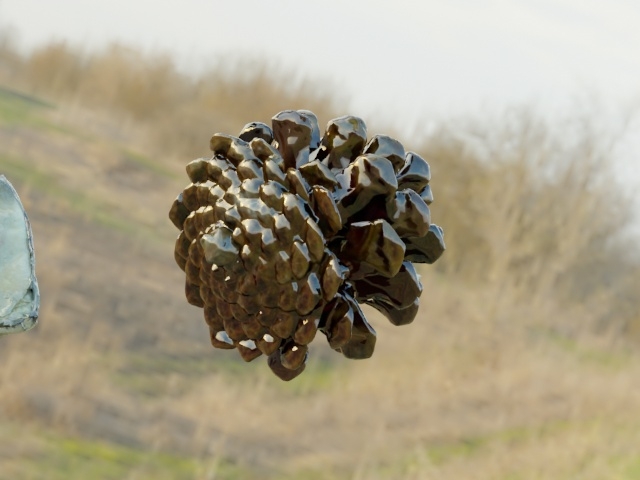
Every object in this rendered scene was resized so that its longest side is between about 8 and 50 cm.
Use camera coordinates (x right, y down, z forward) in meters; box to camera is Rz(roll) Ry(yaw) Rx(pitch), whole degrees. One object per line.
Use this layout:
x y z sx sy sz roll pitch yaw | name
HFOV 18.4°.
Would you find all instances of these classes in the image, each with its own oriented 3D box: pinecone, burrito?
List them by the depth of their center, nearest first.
0.001 -0.010 1.876 0.264 0.264 0.264 19 2 -1 | pinecone
-0.336 0.012 2.074 0.058 0.063 0.229 28 33 -36 | burrito

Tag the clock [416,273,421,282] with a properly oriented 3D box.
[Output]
0.003 0.030 2.318 0.235 0.029 0.235 10 -6 1 | clock
